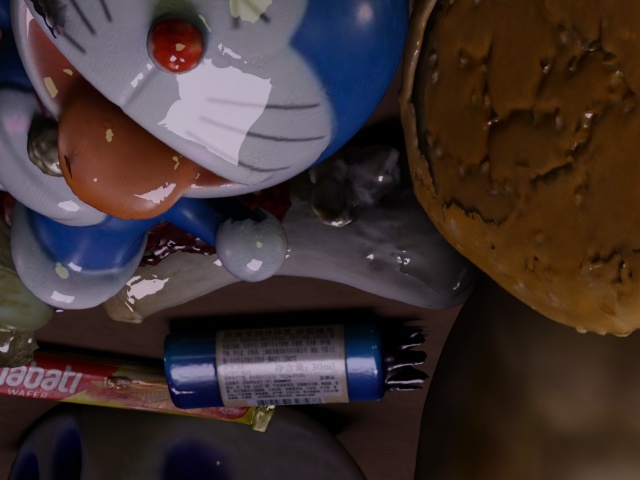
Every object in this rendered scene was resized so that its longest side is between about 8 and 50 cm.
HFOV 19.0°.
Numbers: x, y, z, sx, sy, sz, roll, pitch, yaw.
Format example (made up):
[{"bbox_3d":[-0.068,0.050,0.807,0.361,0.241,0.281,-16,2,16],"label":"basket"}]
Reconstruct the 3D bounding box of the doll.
[{"bbox_3d":[-0.080,-0.076,0.810,0.161,0.215,0.257,-40,177,-44],"label":"doll"}]

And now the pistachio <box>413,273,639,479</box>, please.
[{"bbox_3d":[0.246,0.065,0.984,0.445,0.281,0.365,-29,-175,-11],"label":"pistachio"}]

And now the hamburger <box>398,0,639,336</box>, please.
[{"bbox_3d":[0.129,-0.062,0.820,0.108,0.214,0.213,-3,164,-45],"label":"hamburger"}]

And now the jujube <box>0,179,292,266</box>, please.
[{"bbox_3d":[-0.091,-0.042,0.991,0.166,0.104,0.104,-2,160,-34],"label":"jujube"}]

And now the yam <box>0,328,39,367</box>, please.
[{"bbox_3d":[-0.335,0.043,1.195,0.317,0.071,0.067,5,119,-15],"label":"yam"}]

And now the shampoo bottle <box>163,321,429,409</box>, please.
[{"bbox_3d":[-0.015,0.087,1.342,0.183,0.050,0.087,-3,154,3],"label":"shampoo bottle"}]

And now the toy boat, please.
[{"bbox_3d":[-0.181,0.003,1.110,0.089,0.071,0.185,-1,156,5],"label":"toy boat"}]

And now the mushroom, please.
[{"bbox_3d":[0.001,-0.002,1.084,0.278,0.096,0.099,-3,160,9],"label":"mushroom"}]

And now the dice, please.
[{"bbox_3d":[-0.106,0.271,1.503,0.251,0.259,0.243,13,151,-30],"label":"dice"}]

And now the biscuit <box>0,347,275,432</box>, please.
[{"bbox_3d":[-0.163,0.101,1.382,0.292,0.026,0.048,9,121,-27],"label":"biscuit"}]
